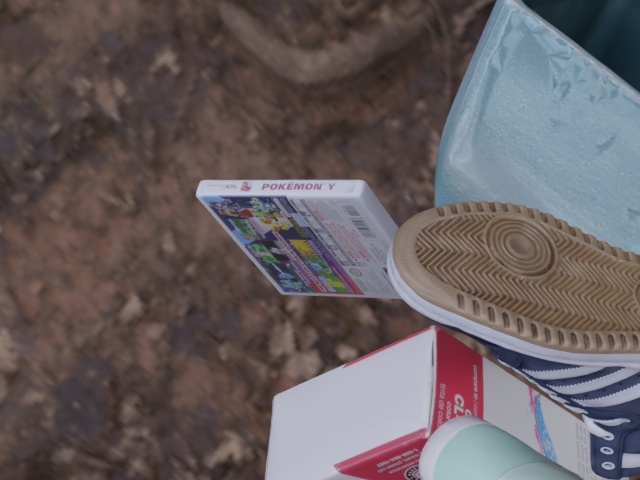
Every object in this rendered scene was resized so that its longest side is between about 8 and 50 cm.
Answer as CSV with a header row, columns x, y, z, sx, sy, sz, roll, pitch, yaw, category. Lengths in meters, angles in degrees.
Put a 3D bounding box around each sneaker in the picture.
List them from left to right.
x,y,z,sx,sy,sz,roll,pitch,yaw,category
0.154,0.069,1.121,0.282,0.153,0.099,11,52,-18,sneaker
0.187,0.226,1.231,0.094,0.256,0.151,-53,34,1,sneaker

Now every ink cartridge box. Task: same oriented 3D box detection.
x,y,z,sx,sy,sz,roll,pitch,yaw,category
0.128,0.233,1.762,0.226,0.306,0.131,-29,40,36,ink cartridge box

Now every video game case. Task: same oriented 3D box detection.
x,y,z,sx,sy,sz,roll,pitch,yaw,category
0.000,0.000,1.776,0.183,0.201,0.023,1,60,29,video game case

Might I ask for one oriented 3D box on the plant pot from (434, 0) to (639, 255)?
x,y,z,sx,sy,sz,roll,pitch,yaw,category
0.242,-0.056,1.531,0.247,0.248,0.252,40,122,19,plant pot
